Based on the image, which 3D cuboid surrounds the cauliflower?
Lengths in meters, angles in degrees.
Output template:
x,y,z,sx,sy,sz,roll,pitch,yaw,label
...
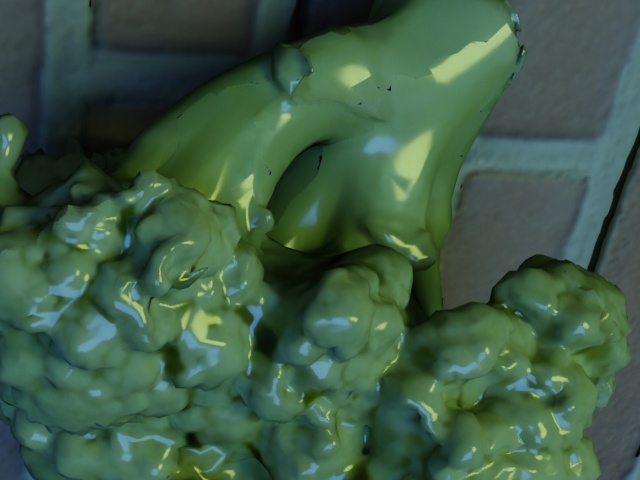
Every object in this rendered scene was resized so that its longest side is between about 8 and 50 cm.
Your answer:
x,y,z,sx,sy,sz,roll,pitch,yaw,label
0.000,0.023,0.426,0.327,0.260,0.281,16,122,-44,cauliflower
